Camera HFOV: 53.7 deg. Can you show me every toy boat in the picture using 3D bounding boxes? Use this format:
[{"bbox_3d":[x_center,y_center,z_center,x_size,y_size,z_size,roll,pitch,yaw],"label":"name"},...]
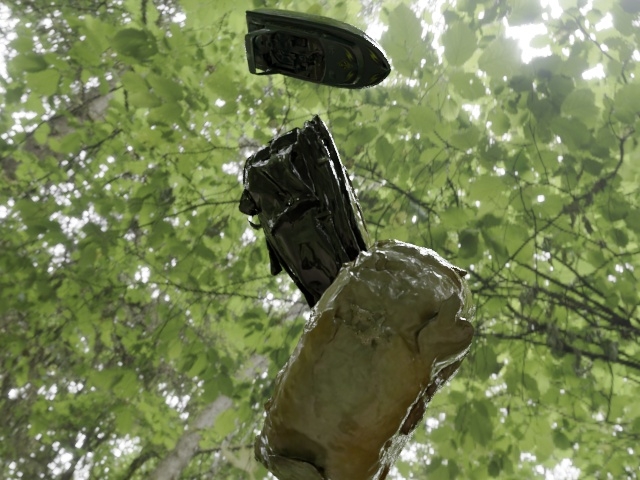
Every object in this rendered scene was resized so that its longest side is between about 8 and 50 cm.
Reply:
[{"bbox_3d":[-0.009,-0.267,0.899,0.246,0.103,0.093,21,-44,25],"label":"toy boat"}]

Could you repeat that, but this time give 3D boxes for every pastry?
[{"bbox_3d":[0.049,0.120,0.536,0.121,0.236,0.257,28,-24,20],"label":"pastry"}]

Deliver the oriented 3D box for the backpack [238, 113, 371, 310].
[{"bbox_3d":[0.000,0.000,0.751,0.133,0.206,0.258,-26,-110,8],"label":"backpack"}]
